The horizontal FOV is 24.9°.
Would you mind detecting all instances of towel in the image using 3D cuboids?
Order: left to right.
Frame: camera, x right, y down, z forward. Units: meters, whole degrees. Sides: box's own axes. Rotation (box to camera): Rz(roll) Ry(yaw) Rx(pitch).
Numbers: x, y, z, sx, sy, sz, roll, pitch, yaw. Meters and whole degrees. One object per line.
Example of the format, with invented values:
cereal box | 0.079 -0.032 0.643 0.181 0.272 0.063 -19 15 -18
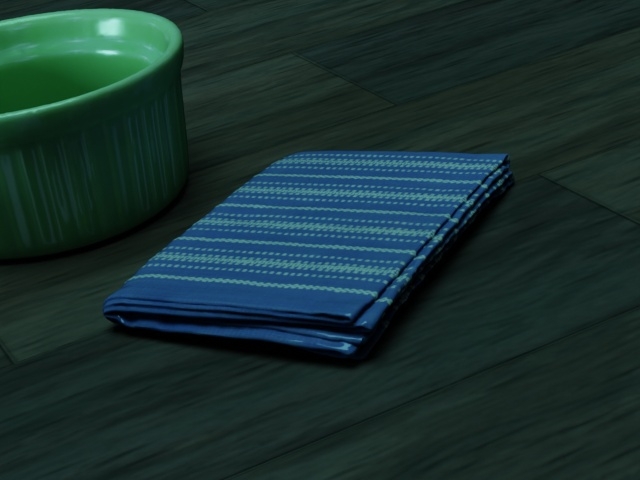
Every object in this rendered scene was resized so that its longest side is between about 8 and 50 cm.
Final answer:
towel | 0.000 0.000 1.227 0.243 0.040 0.336 4 26 28

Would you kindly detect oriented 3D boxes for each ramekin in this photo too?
ramekin | -0.269 -0.103 1.382 0.303 0.148 0.303 -7 26 3
